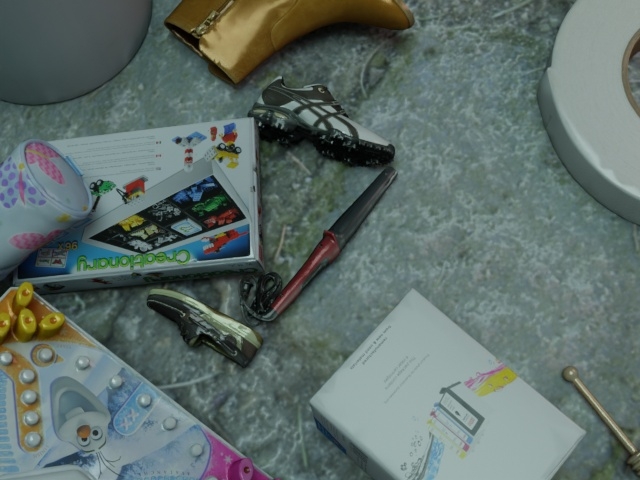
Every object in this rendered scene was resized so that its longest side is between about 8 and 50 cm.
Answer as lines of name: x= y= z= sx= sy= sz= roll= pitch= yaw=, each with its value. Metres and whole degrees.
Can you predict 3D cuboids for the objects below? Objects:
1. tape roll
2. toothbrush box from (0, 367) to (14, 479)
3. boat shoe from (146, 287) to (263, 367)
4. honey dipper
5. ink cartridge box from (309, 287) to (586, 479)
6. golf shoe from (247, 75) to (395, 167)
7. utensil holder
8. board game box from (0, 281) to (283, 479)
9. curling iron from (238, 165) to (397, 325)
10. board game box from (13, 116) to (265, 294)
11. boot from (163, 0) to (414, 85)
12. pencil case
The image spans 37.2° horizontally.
tape roll: x=0.482 y=-0.193 z=1.223 sx=0.392 sy=0.072 sz=0.392 roll=0 pitch=70 yaw=1
toothbrush box: x=-0.467 y=0.270 z=1.051 sx=0.296 sy=0.126 sz=0.216 roll=-7 pitch=70 yaw=-1
boat shoe: x=-0.145 y=0.104 z=1.140 sx=0.152 sy=0.056 sz=0.049 roll=22 pitch=67 yaw=10
honey dipper: x=0.337 y=0.210 z=1.098 sx=0.030 sy=0.030 sz=0.160 roll=-32 pitch=69 yaw=-10
ink cartridge box: x=0.131 y=0.205 z=1.031 sx=0.233 sy=0.171 sz=0.168 roll=40 pitch=76 yaw=15
golf shoe: x=0.009 y=-0.158 z=1.224 sx=0.198 sy=0.077 sz=0.094 roll=19 pitch=71 yaw=8
utensil holder: x=-0.393 y=-0.387 z=1.159 sx=0.328 sy=0.385 sz=0.327 roll=0 pitch=69 yaw=1
board game box: x=-0.280 y=0.295 z=0.965 sx=0.390 sy=0.050 sz=0.390 roll=39 pitch=59 yaw=-5
curling iron: x=0.000 y=0.000 z=1.185 sx=0.068 sy=0.035 sz=0.274 roll=43 pitch=76 yaw=16
board game box: x=-0.225 y=-0.043 z=1.184 sx=0.305 sy=0.053 sz=0.193 roll=-5 pitch=69 yaw=7
boot: x=-0.046 y=-0.286 z=1.270 sx=0.295 sy=0.104 sz=0.211 roll=31 pitch=79 yaw=18
pencil case: x=-0.395 y=-0.001 z=1.110 sx=0.273 sy=0.124 sz=0.113 roll=-36 pitch=86 yaw=16
